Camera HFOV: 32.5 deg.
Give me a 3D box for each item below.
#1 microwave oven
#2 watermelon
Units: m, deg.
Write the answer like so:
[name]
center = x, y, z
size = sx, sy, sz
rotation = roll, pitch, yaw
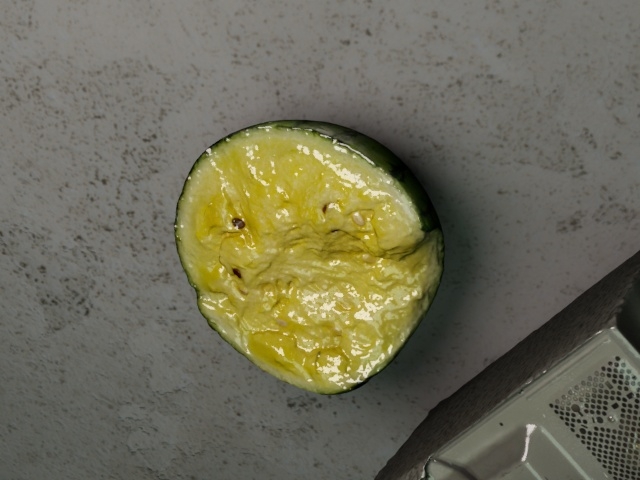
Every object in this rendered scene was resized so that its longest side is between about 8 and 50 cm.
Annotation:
[microwave oven]
center = 0.282, 0.247, 1.258
size = 0.236, 0.374, 0.432
rotation = 48, 121, 4
[watermelon]
center = 0.000, 0.000, 1.310
size = 0.331, 0.189, 0.330
rotation = 8, 110, 24
